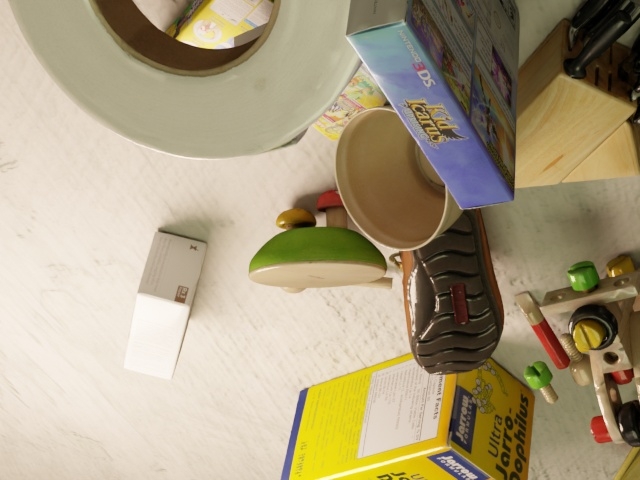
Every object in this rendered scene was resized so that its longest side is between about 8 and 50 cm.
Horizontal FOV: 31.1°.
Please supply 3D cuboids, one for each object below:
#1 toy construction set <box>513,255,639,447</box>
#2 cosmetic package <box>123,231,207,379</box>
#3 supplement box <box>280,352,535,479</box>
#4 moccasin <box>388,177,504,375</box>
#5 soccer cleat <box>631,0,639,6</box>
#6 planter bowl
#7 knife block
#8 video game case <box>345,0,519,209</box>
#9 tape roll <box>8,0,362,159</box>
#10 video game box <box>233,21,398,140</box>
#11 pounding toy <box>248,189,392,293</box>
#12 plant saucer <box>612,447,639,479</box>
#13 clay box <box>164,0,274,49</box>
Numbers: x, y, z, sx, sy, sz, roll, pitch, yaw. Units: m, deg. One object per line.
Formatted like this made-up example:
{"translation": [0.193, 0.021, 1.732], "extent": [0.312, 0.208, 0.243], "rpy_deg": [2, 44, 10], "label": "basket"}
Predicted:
{"translation": [0.362, 0.101, 1.501], "extent": [0.308, 0.257, 0.237], "rpy_deg": [-2, 128, 56], "label": "toy construction set"}
{"translation": [-0.233, 0.101, 1.714], "extent": [0.085, 0.117, 0.231], "rpy_deg": [14, 143, -4], "label": "cosmetic package"}
{"translation": [0.136, 0.323, 1.829], "extent": [0.356, 0.194, 0.195], "rpy_deg": [-24, 130, 39], "label": "supplement box"}
{"translation": [0.159, 0.039, 1.512], "extent": [0.139, 0.147, 0.380], "rpy_deg": [-12, 135, 9], "label": "moccasin"}
{"translation": [0.265, -0.307, 1.033], "extent": [0.318, 0.109, 0.116], "rpy_deg": [26, 146, -11], "label": "soccer cleat"}
{"translation": [0.111, -0.082, 1.284], "extent": [0.162, 0.109, 0.162], "rpy_deg": [22, 123, 39], "label": "planter bowl"}
{"translation": [0.260, -0.171, 1.230], "extent": [0.275, 0.088, 0.242], "rpy_deg": [-5, 139, 23], "label": "knife block"}
{"translation": [0.115, -0.202, 1.076], "extent": [0.061, 0.244, 0.269], "rpy_deg": [-10, 144, 25], "label": "video game case"}
{"translation": [-0.125, -0.265, 1.115], "extent": [0.391, 0.072, 0.392], "rpy_deg": [8, 121, 13], "label": "tape roll"}
{"translation": [0.039, -0.191, 1.243], "extent": [0.187, 0.048, 0.205], "rpy_deg": [-20, 152, 25], "label": "video game box"}
{"translation": [0.000, 0.000, 1.546], "extent": [0.182, 0.110, 0.237], "rpy_deg": [-4, 168, 10], "label": "pounding toy"}
{"translation": [0.645, 0.310, 1.757], "extent": [0.332, 0.081, 0.333], "rpy_deg": [10, 144, 4], "label": "plant saucer"}
{"translation": [-0.101, -0.219, 1.303], "extent": [0.127, 0.053, 0.222], "rpy_deg": [29, 141, -25], "label": "clay box"}
